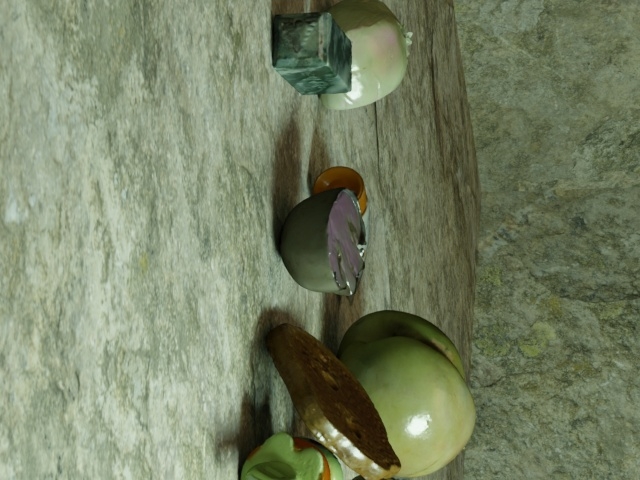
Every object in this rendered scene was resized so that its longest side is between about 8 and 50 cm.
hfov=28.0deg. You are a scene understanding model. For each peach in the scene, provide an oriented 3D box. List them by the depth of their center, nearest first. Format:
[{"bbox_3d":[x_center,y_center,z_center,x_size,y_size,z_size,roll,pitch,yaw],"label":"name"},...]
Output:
[{"bbox_3d":[0.132,0.270,2.204,0.292,0.247,0.292,172,-90,-83],"label":"peach"}]

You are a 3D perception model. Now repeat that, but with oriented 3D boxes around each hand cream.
[{"bbox_3d":[0.043,-0.007,2.211,0.314,0.089,0.140,79,17,-64],"label":"hand cream"}]

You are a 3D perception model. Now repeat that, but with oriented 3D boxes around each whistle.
[{"bbox_3d":[-0.040,0.315,1.718,0.106,0.131,0.288,-62,164,-2],"label":"whistle"}]

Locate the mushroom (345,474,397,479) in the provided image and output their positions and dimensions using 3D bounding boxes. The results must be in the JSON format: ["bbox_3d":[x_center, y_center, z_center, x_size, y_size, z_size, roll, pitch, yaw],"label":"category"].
[{"bbox_3d":[0.030,0.439,1.894,0.254,0.234,0.260,-51,-171,-25],"label":"mushroom"}]

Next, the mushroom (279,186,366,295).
[{"bbox_3d":[0.000,0.000,1.923,0.188,0.117,0.141,-61,150,-52],"label":"mushroom"}]

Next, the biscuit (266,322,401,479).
[{"bbox_3d":[0.017,0.237,1.862,0.273,0.049,0.257,40,16,-47],"label":"biscuit"}]

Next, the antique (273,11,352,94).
[{"bbox_3d":[-0.012,-0.286,1.968,0.183,0.088,0.086,27,62,-74],"label":"antique"}]

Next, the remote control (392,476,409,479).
[{"bbox_3d":[0.134,0.522,2.598,0.313,0.055,0.109,38,46,-67],"label":"remote control"}]

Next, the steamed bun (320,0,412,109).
[{"bbox_3d":[0.080,-0.324,2.219,0.239,0.152,0.170,-71,155,-62],"label":"steamed bun"}]
